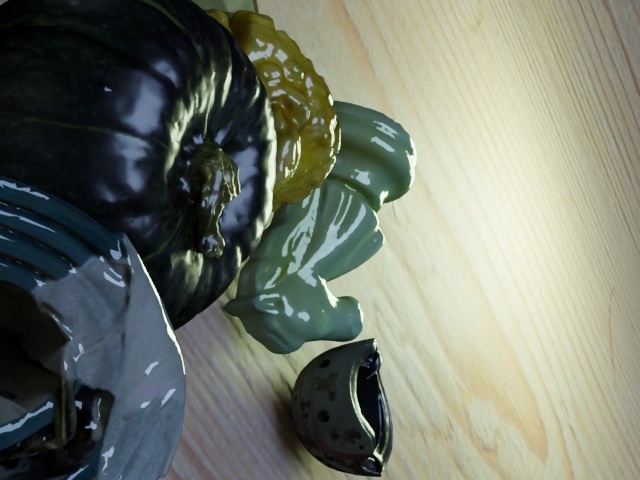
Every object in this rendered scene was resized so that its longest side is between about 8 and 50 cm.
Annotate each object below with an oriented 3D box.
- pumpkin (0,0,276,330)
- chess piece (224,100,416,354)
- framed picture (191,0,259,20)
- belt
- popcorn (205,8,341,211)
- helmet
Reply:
[{"bbox_3d":[-0.182,-0.065,1.128,0.323,0.241,0.323,-4,94,-61],"label":"pumpkin"},{"bbox_3d":[0.000,0.000,1.549,0.176,0.176,0.298,46,54,-46],"label":"chess piece"},{"bbox_3d":[-0.134,-0.362,1.550,0.173,0.010,0.231,-11,92,-61],"label":"framed picture"},{"bbox_3d":[-0.291,0.089,0.828,0.436,0.173,0.300,0,102,-46],"label":"belt"},{"bbox_3d":[-0.073,-0.124,1.387,0.203,0.200,0.226,-111,-161,-57],"label":"popcorn"},{"bbox_3d":[0.022,0.199,1.561,0.177,0.107,0.153,69,18,-60],"label":"helmet"}]
